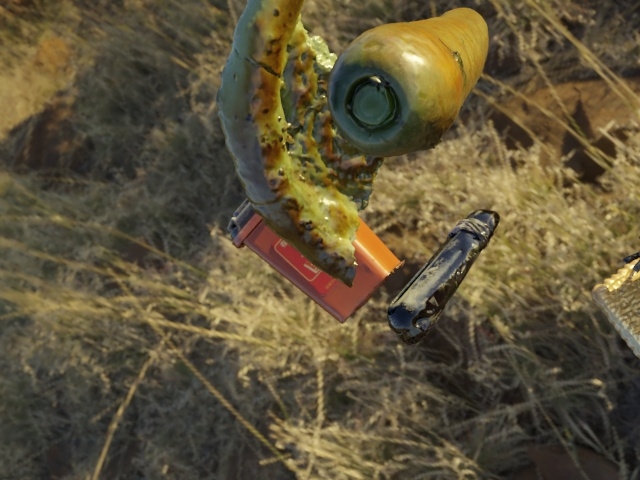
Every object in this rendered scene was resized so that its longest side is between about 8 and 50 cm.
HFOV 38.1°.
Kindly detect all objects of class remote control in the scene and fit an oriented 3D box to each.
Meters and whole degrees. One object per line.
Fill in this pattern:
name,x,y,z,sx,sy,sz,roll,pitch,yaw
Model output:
remote control,0.185,0.040,1.406,0.266,0.066,0.090,-52,21,-25

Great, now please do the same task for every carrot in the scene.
carrot,0.081,-0.127,0.629,0.078,0.078,0.298,-38,5,29

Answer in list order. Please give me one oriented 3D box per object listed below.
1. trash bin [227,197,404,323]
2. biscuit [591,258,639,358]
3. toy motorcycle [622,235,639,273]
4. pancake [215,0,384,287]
trash bin,0.000,0.000,1.419,0.161,0.239,0.184,-48,-4,16
biscuit,0.550,0.082,1.433,0.250,0.160,0.030,-31,-15,-20
toy motorcycle,0.593,-0.041,1.327,0.212,0.359,0.125,-62,32,37
pancake,-0.002,-0.121,0.992,0.197,0.376,0.054,-20,24,-10
